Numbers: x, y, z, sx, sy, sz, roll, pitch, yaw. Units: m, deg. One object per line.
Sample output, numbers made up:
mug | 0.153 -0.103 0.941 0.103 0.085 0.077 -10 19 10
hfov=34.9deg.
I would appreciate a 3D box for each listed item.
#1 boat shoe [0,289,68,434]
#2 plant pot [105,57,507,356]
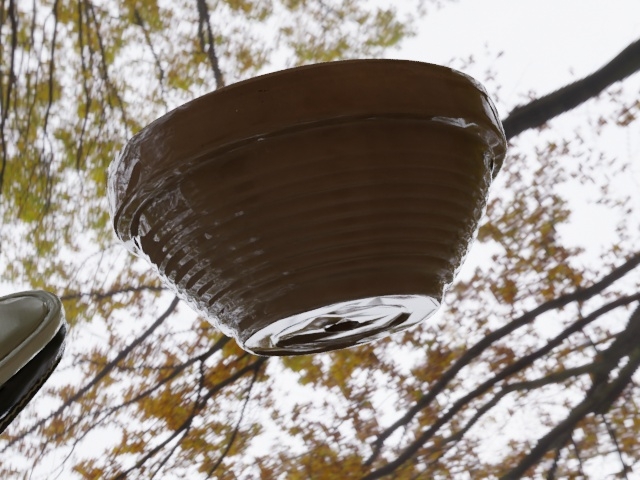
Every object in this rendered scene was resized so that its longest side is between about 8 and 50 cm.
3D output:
boat shoe | -0.296 0.174 0.700 0.340 0.127 0.113 -46 -53 -30
plant pot | 0.000 0.000 0.593 0.237 0.237 0.109 -4 -110 -20
